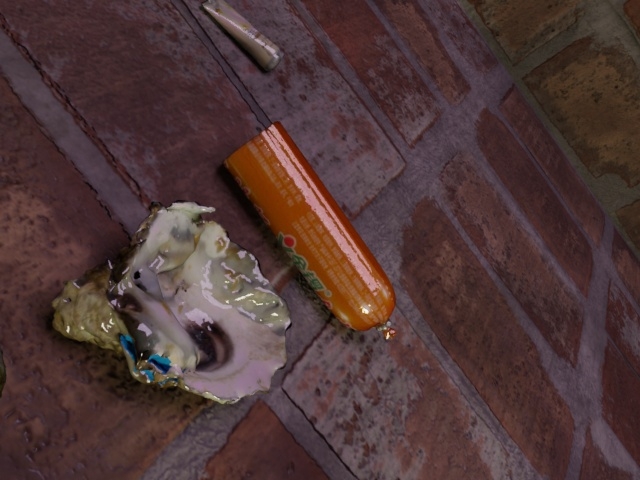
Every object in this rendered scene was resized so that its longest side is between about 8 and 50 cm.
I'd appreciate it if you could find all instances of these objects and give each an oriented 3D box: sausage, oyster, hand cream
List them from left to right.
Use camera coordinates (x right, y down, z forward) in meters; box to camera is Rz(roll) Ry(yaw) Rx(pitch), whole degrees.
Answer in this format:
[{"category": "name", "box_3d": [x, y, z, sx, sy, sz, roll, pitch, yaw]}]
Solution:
[{"category": "oyster", "box_3d": [-0.123, 0.072, 0.662, 0.223, 0.083, 0.214, 53, 37, -15]}, {"category": "hand cream", "box_3d": [-0.116, -0.322, 1.036, 0.143, 0.039, 0.061, 42, 38, -12]}, {"category": "sausage", "box_3d": [0.000, 0.000, 0.866, 0.312, 0.093, 0.093, 55, 34, -4]}]

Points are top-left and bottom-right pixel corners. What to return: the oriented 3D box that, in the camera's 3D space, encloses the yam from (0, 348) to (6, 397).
[{"category": "yam", "box_3d": [-0.299, 0.010, 0.427, 0.154, 0.154, 0.254, -10, 72, -54]}]
